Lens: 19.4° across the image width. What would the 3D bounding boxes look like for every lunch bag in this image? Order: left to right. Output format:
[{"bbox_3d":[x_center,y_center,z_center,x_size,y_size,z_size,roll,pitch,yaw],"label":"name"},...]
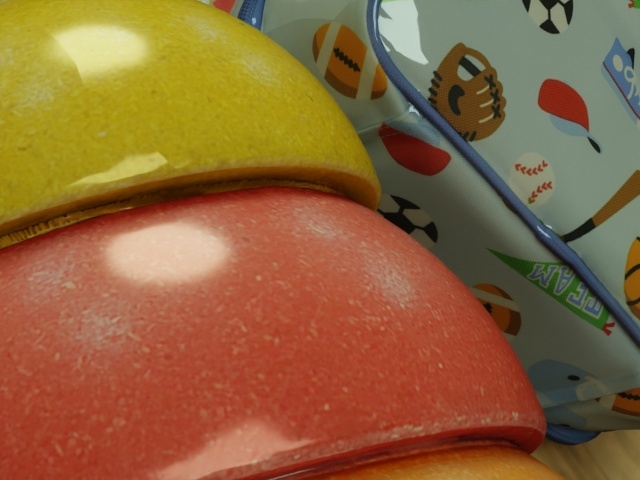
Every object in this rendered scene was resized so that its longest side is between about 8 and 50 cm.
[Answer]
[{"bbox_3d":[0.114,-0.064,0.867,0.303,0.115,0.243,48,51,-26],"label":"lunch bag"}]

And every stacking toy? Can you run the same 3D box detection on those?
[{"bbox_3d":[-0.068,0.034,0.659,0.351,0.350,0.479,-7,71,-29],"label":"stacking toy"}]

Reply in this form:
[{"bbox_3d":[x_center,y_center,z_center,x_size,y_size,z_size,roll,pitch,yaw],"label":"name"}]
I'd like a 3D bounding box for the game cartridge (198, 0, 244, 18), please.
[{"bbox_3d":[-0.136,-0.091,0.815,0.196,0.060,0.294,29,63,-12],"label":"game cartridge"}]
